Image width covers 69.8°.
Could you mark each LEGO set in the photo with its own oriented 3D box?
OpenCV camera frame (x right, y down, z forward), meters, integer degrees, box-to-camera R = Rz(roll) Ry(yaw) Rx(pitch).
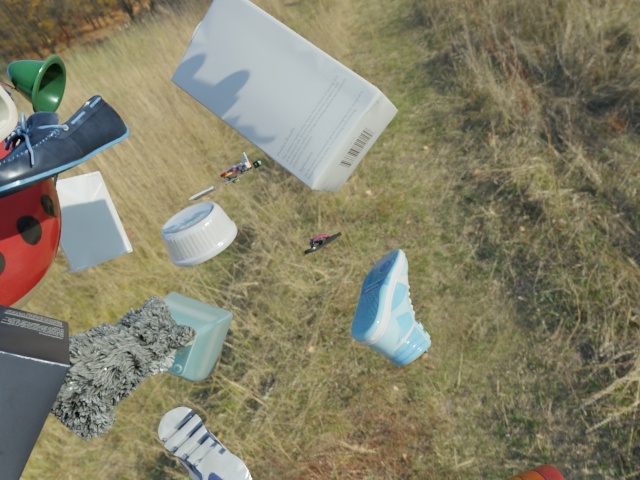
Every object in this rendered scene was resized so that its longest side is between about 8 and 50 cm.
[{"bbox_3d":[-0.293,-0.197,1.406,0.244,0.060,0.182,-28,9,-5],"label":"LEGO set"}]

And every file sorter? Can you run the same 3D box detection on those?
[{"bbox_3d":[-0.780,-0.050,1.480,0.173,0.277,0.193,-13,11,44],"label":"file sorter"}]

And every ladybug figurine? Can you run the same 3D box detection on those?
[{"bbox_3d":[-0.585,-0.038,0.767,0.162,0.305,0.449,-39,41,23],"label":"ladybug figurine"}]

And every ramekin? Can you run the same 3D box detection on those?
[{"bbox_3d":[-0.451,-0.034,1.671,0.273,0.127,0.273,-18,29,11],"label":"ramekin"}]

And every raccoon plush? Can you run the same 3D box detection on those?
[{"bbox_3d":[-0.414,0.229,0.934,0.299,0.216,0.446,-41,-1,-21],"label":"raccoon plush"}]

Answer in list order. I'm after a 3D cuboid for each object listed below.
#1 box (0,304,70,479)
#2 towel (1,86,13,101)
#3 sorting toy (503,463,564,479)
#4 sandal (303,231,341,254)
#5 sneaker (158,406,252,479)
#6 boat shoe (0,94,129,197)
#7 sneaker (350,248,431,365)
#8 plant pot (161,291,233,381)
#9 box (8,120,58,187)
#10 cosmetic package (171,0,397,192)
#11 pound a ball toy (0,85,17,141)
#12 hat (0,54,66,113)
[{"bbox_3d":[-0.381,0.182,0.554,0.158,0.093,0.155,19,85,59],"label":"box"},{"bbox_3d":[-0.904,-0.367,1.012,0.336,0.243,0.040,4,75,15],"label":"towel"},{"bbox_3d":[0.274,0.487,0.814,0.126,0.365,0.127,13,49,-10],"label":"sorting toy"},{"bbox_3d":[0.000,0.000,1.459,0.067,0.040,0.179,-22,6,42],"label":"sandal"},{"bbox_3d":[-0.285,0.577,1.192,0.127,0.182,0.315,-37,73,-23],"label":"sneaker"},{"bbox_3d":[-0.392,-0.140,0.659,0.109,0.089,0.258,-16,25,21],"label":"boat shoe"},{"bbox_3d":[0.207,0.185,1.204,0.127,0.208,0.319,-32,23,45],"label":"sneaker"},{"bbox_3d":[-0.470,0.336,1.543,0.252,0.247,0.247,81,-151,-89],"label":"plant pot"},{"bbox_3d":[-0.775,-0.159,1.159,0.163,0.142,0.247,3,84,22],"label":"box"},{"bbox_3d":[-0.075,-0.287,0.897,0.217,0.385,0.156,-53,-15,15],"label":"cosmetic package"},{"bbox_3d":[-0.538,-0.093,0.519,0.319,0.135,0.208,-7,43,20],"label":"pound a ball toy"},{"bbox_3d":[-0.801,-0.436,1.199,0.208,0.184,0.172,155,132,-74],"label":"hat"}]
